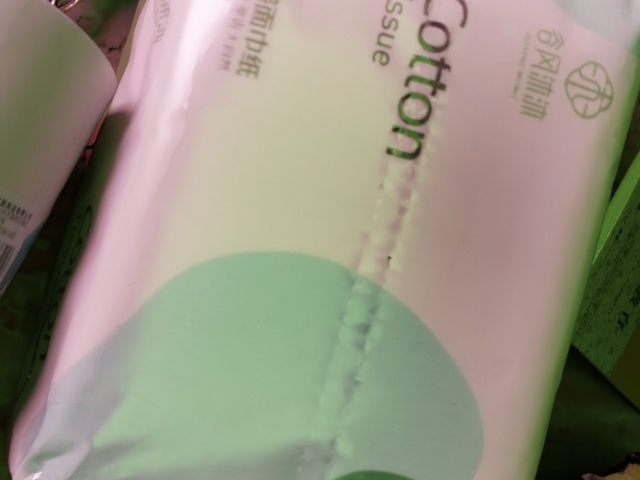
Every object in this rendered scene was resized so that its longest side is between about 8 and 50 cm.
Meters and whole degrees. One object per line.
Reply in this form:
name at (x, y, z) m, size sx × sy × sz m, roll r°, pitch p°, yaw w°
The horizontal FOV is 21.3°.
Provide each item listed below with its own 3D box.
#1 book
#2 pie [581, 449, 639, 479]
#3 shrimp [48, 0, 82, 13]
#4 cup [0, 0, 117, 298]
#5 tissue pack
book at (0.197, 0.030, 1.025) m, size 0.118 × 0.012 × 0.172 m, roll -61°, pitch 143°, yaw -7°
pie at (0.138, 0.289, 0.943) m, size 0.078 × 0.296 × 0.371 m, roll 16°, pitch 83°, yaw 26°
shrimp at (-0.178, -0.285, 0.965) m, size 0.185 × 0.068 × 0.287 m, roll -41°, pitch 108°, yaw -12°
cup at (-0.270, -0.051, 0.837) m, size 0.290 × 0.219 × 0.257 m, roll 32°, pitch 81°, yaw -36°
tissue pack at (0.001, 0.000, 0.934) m, size 0.266 × 0.194 × 0.356 m, roll 17°, pitch 85°, yaw -13°
